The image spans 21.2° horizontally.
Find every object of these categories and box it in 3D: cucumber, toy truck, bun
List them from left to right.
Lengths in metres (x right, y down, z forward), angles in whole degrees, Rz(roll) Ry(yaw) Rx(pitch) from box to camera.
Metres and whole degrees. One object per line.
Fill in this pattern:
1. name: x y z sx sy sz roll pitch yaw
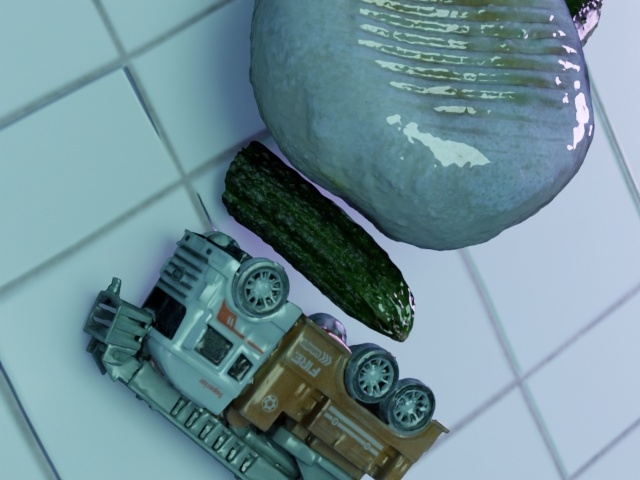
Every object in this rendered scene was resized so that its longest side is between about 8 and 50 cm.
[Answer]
1. toy truck: -0.057 0.128 1.576 0.338 0.133 0.184 39 84 -28
2. cucumber: 0.000 -0.001 1.560 0.077 0.265 0.077 -28 137 -29
3. bun: 0.090 -0.155 1.609 0.361 0.211 0.362 11 58 -18
4. cucumber: 0.234 -0.203 1.809 0.227 0.069 0.069 -43 110 -30
